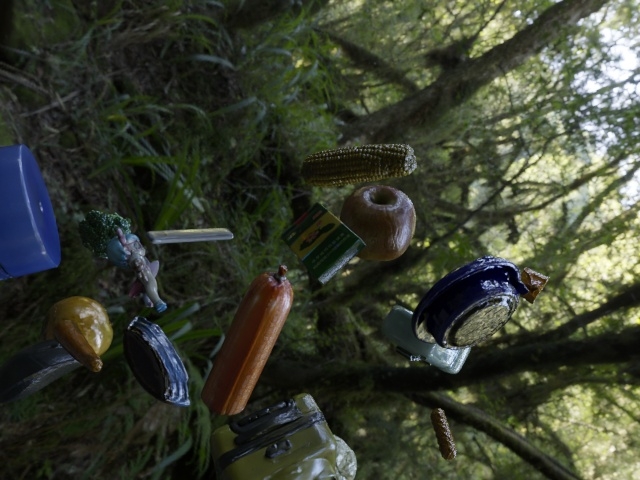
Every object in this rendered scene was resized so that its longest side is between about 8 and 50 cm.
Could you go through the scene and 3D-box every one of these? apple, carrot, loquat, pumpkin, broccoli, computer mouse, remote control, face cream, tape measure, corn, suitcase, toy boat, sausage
[{"bbox_3d":[0.154,-0.045,1.466,0.211,0.211,0.187,-116,-156,-47],"label":"apple"},{"bbox_3d":[-0.586,0.266,1.326,0.210,0.061,0.061,27,-34,40],"label":"carrot"},{"bbox_3d":[-0.900,0.335,1.992,0.263,0.263,0.262,159,-90,-85],"label":"loquat"},{"bbox_3d":[0.556,0.117,1.447,0.073,0.101,0.035,25,-22,30],"label":"pumpkin"},{"bbox_3d":[-0.694,-0.017,1.762,0.156,0.196,0.195,-71,143,-68],"label":"broccoli"},{"bbox_3d":[-0.803,0.349,1.529,0.138,0.270,0.086,29,-42,41],"label":"computer mouse"},{"bbox_3d":[-0.397,-0.012,1.656,0.067,0.261,0.029,35,-58,51],"label":"remote control"},{"bbox_3d":[-0.641,-0.042,1.019,0.249,0.225,0.248,166,-90,-75],"label":"face cream"},{"bbox_3d":[0.293,0.289,1.587,0.246,0.125,0.243,27,-2,-36],"label":"tape measure"},{"bbox_3d":[0.109,-0.228,1.649,0.120,0.364,0.120,-3,90,-71],"label":"corn"},{"bbox_3d":[-0.071,0.379,0.893,0.143,0.194,0.234,55,-26,38],"label":"suitcase"},{"bbox_3d":[-0.468,0.351,1.579,0.309,0.129,0.142,55,17,13],"label":"toy boat"},{"bbox_3d":[-0.128,0.179,1.011,0.312,0.093,0.093,-65,-157,17],"label":"sausage"}]

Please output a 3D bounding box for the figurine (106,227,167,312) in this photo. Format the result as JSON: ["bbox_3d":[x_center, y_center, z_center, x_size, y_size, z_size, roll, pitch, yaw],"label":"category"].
[{"bbox_3d":[-0.519,0.088,1.519,0.260,0.103,0.205,57,-6,10],"label":"figurine"}]

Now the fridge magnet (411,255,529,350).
[{"bbox_3d":[0.321,0.143,1.173,0.265,0.266,0.112,75,-11,-49],"label":"fridge magnet"}]

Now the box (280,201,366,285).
[{"bbox_3d":[0.000,0.000,1.259,0.034,0.132,0.235,47,-2,-34],"label":"box"}]

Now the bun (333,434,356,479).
[{"bbox_3d":[0.020,0.779,1.841,0.134,0.221,0.220,107,-38,-87],"label":"bun"}]

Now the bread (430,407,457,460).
[{"bbox_3d":[0.363,0.572,1.605,0.157,0.044,0.052,-100,-150,-48],"label":"bread"}]
